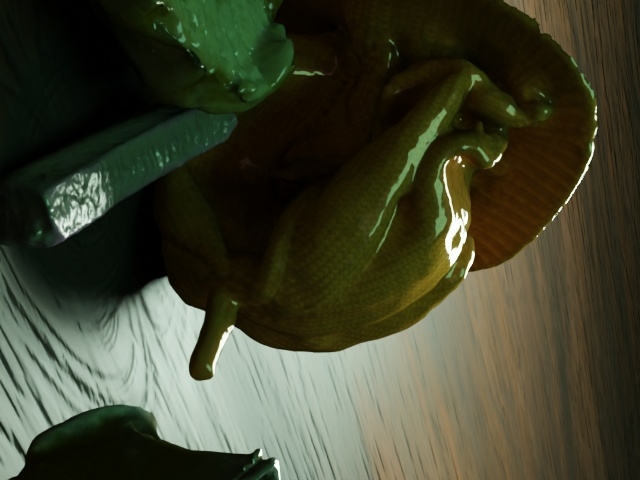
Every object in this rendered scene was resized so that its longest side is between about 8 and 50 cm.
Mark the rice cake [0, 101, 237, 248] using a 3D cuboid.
[{"bbox_3d":[-0.100,-0.040,0.929,0.206,0.047,0.036,-40,135,-63],"label":"rice cake"}]

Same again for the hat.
[{"bbox_3d":[0.000,0.000,1.037,0.233,0.244,0.233,-51,136,-38],"label":"hat"}]

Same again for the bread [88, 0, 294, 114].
[{"bbox_3d":[-0.085,-0.152,0.902,0.232,0.088,0.128,57,32,-52],"label":"bread"}]

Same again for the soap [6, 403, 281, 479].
[{"bbox_3d":[-0.116,0.278,0.736,0.304,0.169,0.339,-30,124,-52],"label":"soap"}]
